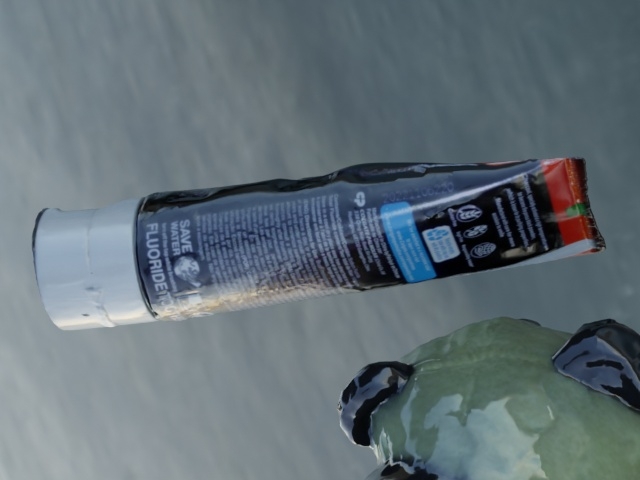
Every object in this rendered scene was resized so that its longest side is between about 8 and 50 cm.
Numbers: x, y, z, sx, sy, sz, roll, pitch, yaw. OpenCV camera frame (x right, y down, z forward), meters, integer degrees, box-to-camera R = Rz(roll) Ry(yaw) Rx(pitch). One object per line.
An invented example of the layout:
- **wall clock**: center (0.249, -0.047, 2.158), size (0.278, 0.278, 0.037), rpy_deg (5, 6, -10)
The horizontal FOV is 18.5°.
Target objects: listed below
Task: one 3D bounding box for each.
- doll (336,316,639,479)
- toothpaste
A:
- **doll**: center (0.056, 0.138, 0.705), size (0.143, 0.234, 0.135), rpy_deg (13, 160, 34)
- **toothpaste**: center (0.000, 0.000, 0.682), size (0.071, 0.193, 0.045), rpy_deg (59, -154, -60)
